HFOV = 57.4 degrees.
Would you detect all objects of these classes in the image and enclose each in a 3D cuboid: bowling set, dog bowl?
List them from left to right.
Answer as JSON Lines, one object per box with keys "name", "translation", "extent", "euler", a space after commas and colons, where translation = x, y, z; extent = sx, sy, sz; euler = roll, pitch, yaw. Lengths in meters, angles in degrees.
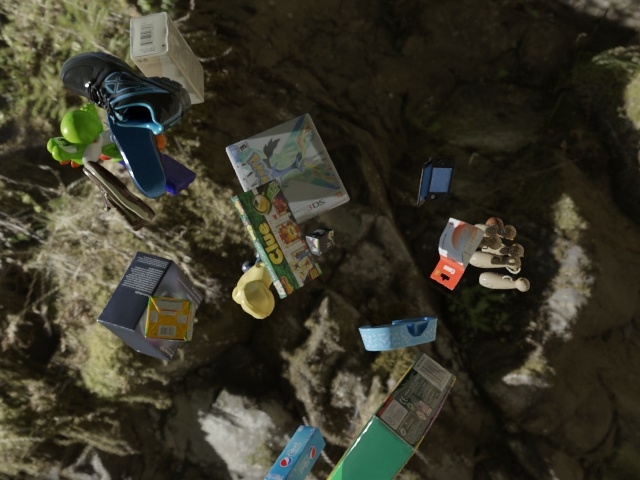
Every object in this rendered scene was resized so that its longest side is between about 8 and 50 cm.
{"name": "dog bowl", "translation": [0.260, 0.303, 1.906], "extent": [0.166, 0.297, 0.074], "euler": [-12, 84, 50]}
{"name": "bowling set", "translation": [0.543, 0.006, 1.757], "extent": [0.287, 0.154, 0.200], "euler": [47, -121, -43]}

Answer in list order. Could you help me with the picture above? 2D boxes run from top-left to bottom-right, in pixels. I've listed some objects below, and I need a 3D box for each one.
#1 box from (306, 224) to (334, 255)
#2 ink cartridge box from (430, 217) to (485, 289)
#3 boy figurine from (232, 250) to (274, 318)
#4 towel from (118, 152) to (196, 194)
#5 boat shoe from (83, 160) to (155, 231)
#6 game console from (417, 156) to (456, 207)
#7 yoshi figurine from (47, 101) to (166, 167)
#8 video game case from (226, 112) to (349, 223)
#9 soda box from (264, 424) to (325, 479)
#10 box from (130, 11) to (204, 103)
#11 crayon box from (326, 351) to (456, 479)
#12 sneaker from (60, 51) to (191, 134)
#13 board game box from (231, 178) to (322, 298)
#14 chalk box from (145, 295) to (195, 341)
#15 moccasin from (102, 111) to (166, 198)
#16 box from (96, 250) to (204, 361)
{"name": "box", "translation": [0.000, 0.000, 1.844], "extent": [0.083, 0.052, 0.062], "euler": [-35, -48, -44]}
{"name": "ink cartridge box", "translation": [0.363, 0.032, 1.619], "extent": [0.179, 0.045, 0.145], "euler": [-60, 18, 3]}
{"name": "boy figurine", "translation": [-0.156, 0.106, 1.522], "extent": [0.177, 0.092, 0.285], "euler": [-42, 17, 8]}
{"name": "towel", "translation": [-0.635, -0.276, 2.190], "extent": [0.076, 0.308, 0.228], "euler": [-58, 4, 22]}
{"name": "boat shoe", "translation": [-0.631, -0.129, 1.780], "extent": [0.095, 0.257, 0.095], "euler": [-47, 3, 5]}
{"name": "game console", "translation": [0.305, -0.151, 1.538], "extent": [0.071, 0.107, 0.122], "euler": [-102, 15, -63]}
{"name": "yoshi figurine", "translation": [-0.681, -0.343, 1.877], "extent": [0.362, 0.203, 0.203], "euler": [-21, -69, -46]}
{"name": "video game case", "translation": [-0.108, -0.216, 1.904], "extent": [0.299, 0.329, 0.036], "euler": [-24, -11, -5]}
{"name": "soda box", "translation": [-0.068, 0.625, 1.658], "extent": [0.210, 0.067, 0.071], "euler": [-46, -56, -48]}
{"name": "box", "translation": [-0.481, -0.567, 1.870], "extent": [0.311, 0.121, 0.148], "euler": [61, -157, -71]}
{"name": "crayon box", "translation": [0.131, 0.439, 1.258], "extent": [0.313, 0.106, 0.363], "euler": [-59, -16, 21]}
{"name": "sneaker", "translation": [-0.496, -0.360, 1.430], "extent": [0.125, 0.340, 0.140], "euler": [96, -167, -50]}
{"name": "board game box", "translation": [-0.100, -0.007, 1.390], "extent": [0.136, 0.260, 0.030], "euler": [-31, 6, -42]}
{"name": "chalk box", "translation": [-0.482, 0.257, 1.904], "extent": [0.213, 0.132, 0.132], "euler": [133, 142, -78]}
{"name": "moccasin", "translation": [-0.532, -0.276, 1.660], "extent": [0.117, 0.137, 0.342], "euler": [150, 107, -71]}
{"name": "box", "translation": [-0.617, 0.251, 2.177], "extent": [0.294, 0.182, 0.296], "euler": [-66, -26, -25]}
